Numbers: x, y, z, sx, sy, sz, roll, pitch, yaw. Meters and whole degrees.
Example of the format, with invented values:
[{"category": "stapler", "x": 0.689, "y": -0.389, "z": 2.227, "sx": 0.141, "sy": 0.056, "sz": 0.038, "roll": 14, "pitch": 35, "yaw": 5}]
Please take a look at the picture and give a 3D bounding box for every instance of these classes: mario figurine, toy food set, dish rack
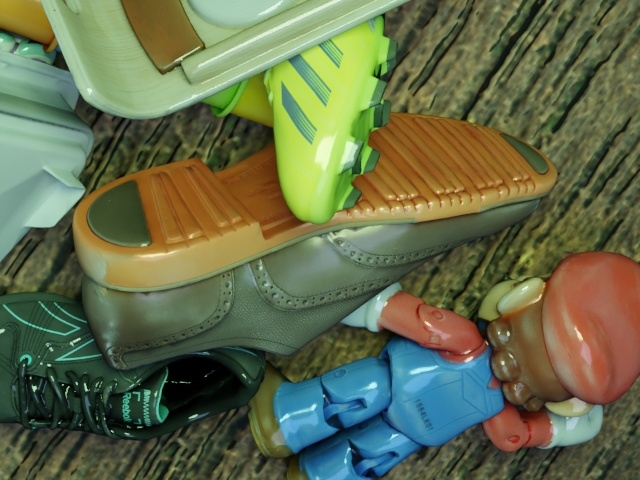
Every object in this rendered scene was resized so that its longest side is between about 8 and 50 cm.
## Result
[{"category": "mario figurine", "x": 0.108, "y": 0.091, "z": 1.292, "sx": 0.321, "sy": 0.170, "sz": 0.198, "roll": -22, "pitch": 155, "yaw": 8}, {"category": "toy food set", "x": -0.040, "y": -0.231, "z": 1.011, "sx": 0.306, "sy": 0.219, "sz": 0.092, "roll": -26, "pitch": 156, "yaw": -1}, {"category": "dish rack", "x": -0.290, "y": 0.021, "z": 1.053, "sx": 0.333, "sy": 0.285, "sz": 0.072, "roll": -46, "pitch": 76, "yaw": 11}]

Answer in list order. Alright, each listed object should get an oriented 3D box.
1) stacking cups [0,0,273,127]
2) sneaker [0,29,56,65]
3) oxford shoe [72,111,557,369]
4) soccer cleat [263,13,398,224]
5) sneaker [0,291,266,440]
[{"category": "stacking cups", "x": -0.137, "y": -0.153, "z": 1.098, "sx": 0.316, "sy": 0.096, "sz": 0.096, "roll": 17, "pitch": 110, "yaw": -22}, {"category": "sneaker", "x": -0.235, "y": -0.117, "z": 1.123, "sx": 0.098, "sy": 0.038, "sz": 0.069, "roll": 18, "pitch": 109, "yaw": -21}, {"category": "oxford shoe", "x": 0.000, "y": 0.000, "z": 1.190, "sx": 0.364, "sy": 0.130, "sz": 0.132, "roll": -11, "pitch": 127, "yaw": -18}, {"category": "soccer cleat", "x": -0.008, "y": -0.145, "z": 1.071, "sx": 0.121, "sy": 0.289, "sz": 0.093, "roll": 7, "pitch": 159, "yaw": 3}, {"category": "sneaker", "x": -0.168, "y": 0.094, "z": 1.206, "sx": 0.267, "sy": 0.106, "sz": 0.101, "roll": -9, "pitch": 120, "yaw": -9}]
